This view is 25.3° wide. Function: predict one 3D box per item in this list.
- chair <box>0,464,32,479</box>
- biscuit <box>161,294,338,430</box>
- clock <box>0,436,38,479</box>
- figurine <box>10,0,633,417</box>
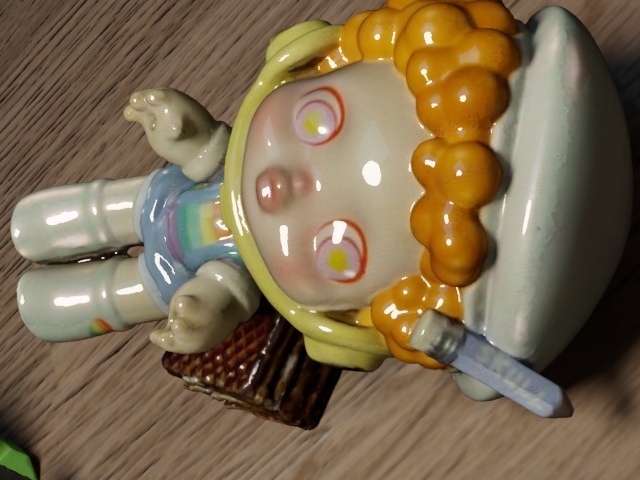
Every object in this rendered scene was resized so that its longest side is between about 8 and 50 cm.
[{"bbox_3d":[-0.281,0.277,1.016,0.145,0.140,0.221,-18,50,35],"label":"chair"},{"bbox_3d":[-0.007,-0.001,0.963,0.106,0.070,0.252,13,74,51],"label":"biscuit"},{"bbox_3d":[-0.367,0.229,1.083,0.106,0.220,0.255,23,82,53],"label":"clock"},{"bbox_3d":[-0.004,-0.031,0.828,0.382,0.205,0.224,5,85,30],"label":"figurine"}]
